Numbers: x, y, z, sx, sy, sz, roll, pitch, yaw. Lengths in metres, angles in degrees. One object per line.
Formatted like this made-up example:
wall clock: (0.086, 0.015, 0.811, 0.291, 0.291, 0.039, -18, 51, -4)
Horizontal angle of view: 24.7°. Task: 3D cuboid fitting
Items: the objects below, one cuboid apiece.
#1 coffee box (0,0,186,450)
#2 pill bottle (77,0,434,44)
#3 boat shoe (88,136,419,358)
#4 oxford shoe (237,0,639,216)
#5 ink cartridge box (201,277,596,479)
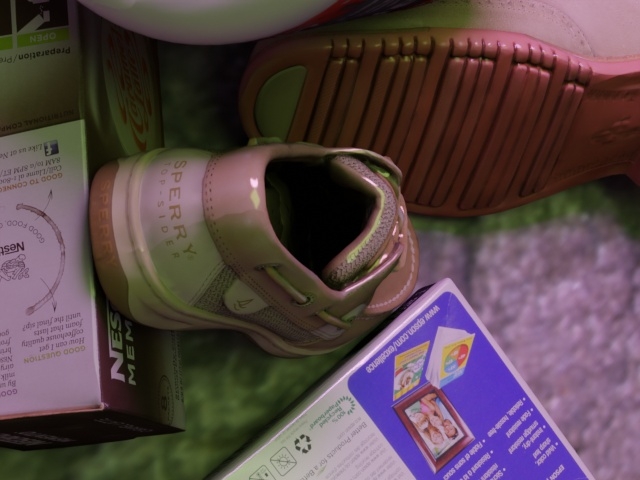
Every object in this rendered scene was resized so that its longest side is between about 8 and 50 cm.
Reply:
coffee box: (-0.139, -0.024, 0.742, 0.098, 0.141, 0.246, -8, 76, 10)
pill bottle: (0.010, -0.217, 0.742, 0.210, 0.210, 0.363, 61, 26, 0)
boat shoe: (0.000, 0.000, 0.764, 0.302, 0.098, 0.109, 12, 68, -64)
oxford shoe: (0.127, -0.111, 0.940, 0.397, 0.140, 0.146, 0, 49, -23)
ink cartridge box: (0.061, 0.164, 0.857, 0.206, 0.045, 0.208, -39, 94, -29)
